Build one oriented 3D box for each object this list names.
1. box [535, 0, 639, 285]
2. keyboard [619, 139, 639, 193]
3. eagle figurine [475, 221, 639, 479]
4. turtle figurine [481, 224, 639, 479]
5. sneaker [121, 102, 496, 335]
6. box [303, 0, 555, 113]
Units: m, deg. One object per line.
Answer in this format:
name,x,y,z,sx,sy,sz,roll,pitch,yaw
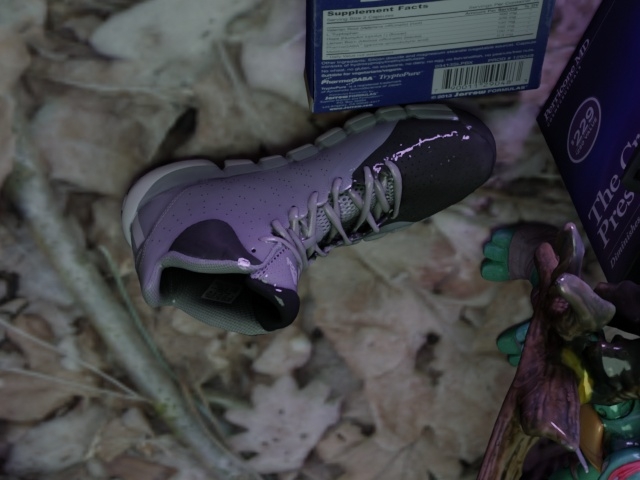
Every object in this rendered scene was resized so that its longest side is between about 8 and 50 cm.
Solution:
box,0.234,-0.111,1.014,0.103,0.184,0.261,17,120,-17
keyboard,0.250,-0.045,0.935,0.180,0.023,0.108,14,121,-18
eagle figurine,0.238,0.089,0.917,0.298,0.225,0.226,20,96,1
turtle figurine,0.152,0.100,1.114,0.118,0.234,0.175,0,124,-8
sneaker,0.000,0.000,1.085,0.229,0.132,0.086,-15,125,2
box,0.060,-0.146,0.997,0.136,0.036,0.225,-6,153,-4
